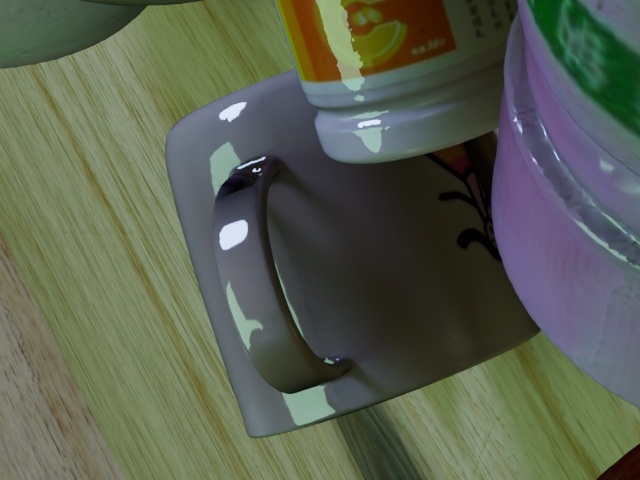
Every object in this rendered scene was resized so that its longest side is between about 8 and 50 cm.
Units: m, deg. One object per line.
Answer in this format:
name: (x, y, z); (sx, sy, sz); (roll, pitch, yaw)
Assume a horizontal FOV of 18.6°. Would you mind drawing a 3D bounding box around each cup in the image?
cup: (0.000, 0.000, 1.176); (0.253, 0.191, 0.200); (-22, -89, -66)

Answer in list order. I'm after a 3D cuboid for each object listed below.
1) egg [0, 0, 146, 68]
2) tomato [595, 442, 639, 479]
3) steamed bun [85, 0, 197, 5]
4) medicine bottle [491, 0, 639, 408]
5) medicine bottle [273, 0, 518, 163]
egg: (-0.251, -0.276, 1.428); (0.340, 0.354, 0.354); (40, 156, 13)
tomato: (0.217, 0.198, 0.805); (0.270, 0.222, 0.270); (14, 106, 61)
steamed bun: (-0.066, -0.282, 0.789); (0.374, 0.334, 0.334); (-71, 16, -8)
medicine bottle: (0.165, -0.103, 0.592); (0.212, 0.212, 0.325); (56, 159, 31)
medicine bottle: (0.028, -0.177, 1.037); (0.133, 0.133, 0.250); (22, 132, 66)
